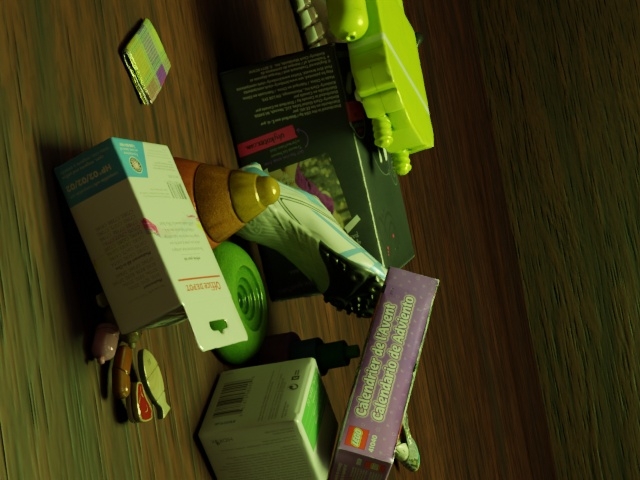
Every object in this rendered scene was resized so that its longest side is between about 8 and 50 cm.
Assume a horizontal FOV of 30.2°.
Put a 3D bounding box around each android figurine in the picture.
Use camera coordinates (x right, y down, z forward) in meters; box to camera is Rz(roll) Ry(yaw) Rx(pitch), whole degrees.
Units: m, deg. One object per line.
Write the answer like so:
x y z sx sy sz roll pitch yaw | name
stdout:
0.070 -0.206 1.331 0.248 0.056 0.273 47 33 -58 | android figurine

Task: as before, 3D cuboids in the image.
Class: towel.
-0.166 -0.171 1.127 0.083 0.009 0.060 -77 149 -55 | towel

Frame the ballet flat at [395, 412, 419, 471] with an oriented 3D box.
0.109 0.277 1.676 0.041 0.041 0.114 -29 107 -72 | ballet flat

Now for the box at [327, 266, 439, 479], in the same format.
0.055 0.184 1.246 0.293 0.057 0.201 99 7 -60 | box

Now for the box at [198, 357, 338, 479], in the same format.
-0.047 0.180 1.123 0.101 0.102 0.087 -73 149 -59 | box

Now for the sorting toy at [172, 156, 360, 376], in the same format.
-0.052 0.038 1.162 0.365 0.126 0.127 58 26 -47 | sorting toy

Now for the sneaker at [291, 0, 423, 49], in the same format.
0.058 -0.303 1.659 0.106 0.162 0.281 -32 110 -72 | sneaker

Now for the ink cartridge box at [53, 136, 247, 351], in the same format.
-0.134 0.013 0.957 0.181 0.061 0.104 66 17 7 | ink cartridge box

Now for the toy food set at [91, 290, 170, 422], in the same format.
-0.159 0.096 0.958 0.078 0.019 0.122 -42 119 -70 | toy food set

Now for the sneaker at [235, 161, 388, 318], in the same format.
0.000 0.000 1.263 0.237 0.085 0.086 36 47 -11 | sneaker

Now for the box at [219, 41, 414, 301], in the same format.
0.003 -0.083 1.378 0.165 0.143 0.270 -32 110 -71 | box
